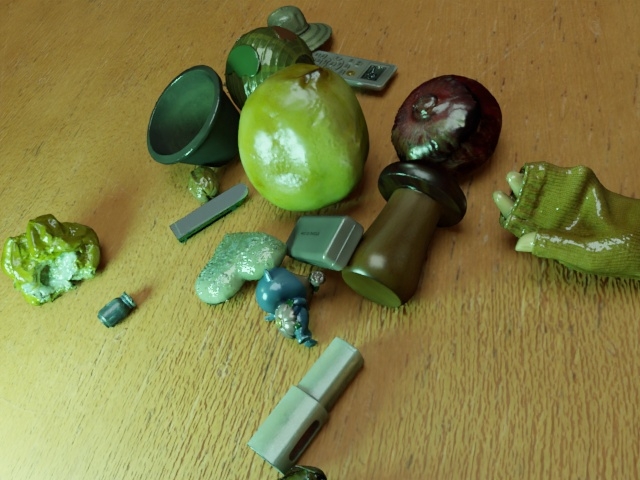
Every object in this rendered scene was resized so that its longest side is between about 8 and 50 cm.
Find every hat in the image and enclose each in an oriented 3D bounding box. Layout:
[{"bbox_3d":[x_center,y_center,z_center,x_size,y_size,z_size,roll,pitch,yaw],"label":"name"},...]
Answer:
[{"bbox_3d":[-0.098,-0.619,1.759,0.251,0.110,0.252,-13,38,11],"label":"hat"}]

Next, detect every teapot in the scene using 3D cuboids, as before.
[{"bbox_3d":[-0.460,0.159,1.373,0.083,0.063,0.049,-41,84,-17],"label":"teapot"}]

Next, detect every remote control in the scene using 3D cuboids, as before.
[{"bbox_3d":[0.051,-0.462,1.665,0.312,0.055,0.109,18,52,25],"label":"remote control"}]

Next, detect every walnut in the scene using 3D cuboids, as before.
[{"bbox_3d":[-0.292,-0.141,1.518,0.079,0.082,0.096,-46,51,18],"label":"walnut"}]

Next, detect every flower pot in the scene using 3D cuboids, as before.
[{"bbox_3d":[-0.301,-0.292,1.551,0.268,0.166,0.269,-14,65,33],"label":"flower pot"}]

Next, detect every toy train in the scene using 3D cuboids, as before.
[{"bbox_3d":[-0.264,-0.068,1.475,0.209,0.042,0.044,-33,74,-9],"label":"toy train"}]

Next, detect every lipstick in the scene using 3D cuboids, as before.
[{"bbox_3d":[-0.020,0.296,1.103,0.077,0.079,0.253,25,64,33],"label":"lipstick"}]

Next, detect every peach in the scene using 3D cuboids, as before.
[{"bbox_3d":[-0.034,-0.232,1.361,0.314,0.316,0.281,2,39,29],"label":"peach"}]

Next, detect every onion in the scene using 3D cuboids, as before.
[{"bbox_3d":[0.274,-0.254,1.348,0.246,0.190,0.247,-15,58,27],"label":"onion"}]

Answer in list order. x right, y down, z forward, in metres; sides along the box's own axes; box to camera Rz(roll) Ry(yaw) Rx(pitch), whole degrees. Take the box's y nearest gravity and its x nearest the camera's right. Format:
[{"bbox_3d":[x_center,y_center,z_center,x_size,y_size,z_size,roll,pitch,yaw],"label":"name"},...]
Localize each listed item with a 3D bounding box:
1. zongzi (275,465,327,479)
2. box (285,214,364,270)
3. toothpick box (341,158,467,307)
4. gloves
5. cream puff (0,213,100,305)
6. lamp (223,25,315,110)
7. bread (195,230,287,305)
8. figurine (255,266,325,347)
[{"bbox_3d":[-0.140,0.442,1.010,0.289,0.123,0.260,27,62,37],"label":"zongzi"},{"bbox_3d":[0.000,0.000,1.239,0.103,0.055,0.243,-62,20,-9],"label":"box"},{"bbox_3d":[0.166,-0.024,1.217,0.192,0.192,0.294,20,68,29],"label":"toothpick box"},{"bbox_3d":[0.492,-0.025,1.126,0.356,0.155,0.203,24,71,14],"label":"gloves"},{"bbox_3d":[-0.648,0.026,1.448,0.221,0.195,0.195,-33,51,-12],"label":"cream puff"},{"bbox_3d":[-0.146,-0.426,1.586,0.284,0.250,0.250,2,54,37],"label":"lamp"},{"bbox_3d":[-0.181,0.041,1.329,0.232,0.064,0.172,-31,36,11],"label":"bread"},{"bbox_3d":[-0.047,0.127,1.228,0.144,0.114,0.178,-25,62,-10],"label":"figurine"}]
